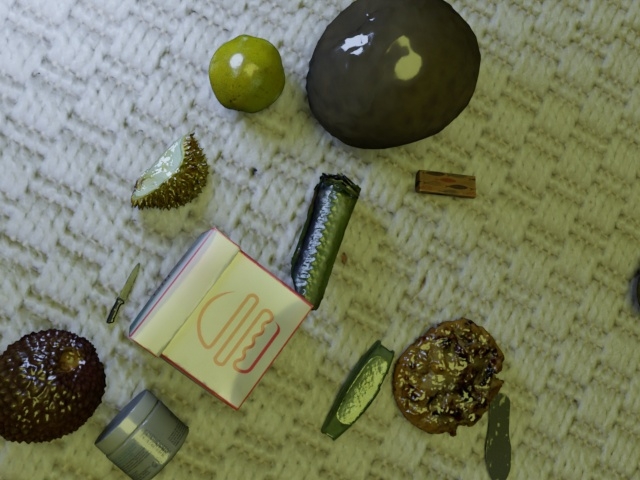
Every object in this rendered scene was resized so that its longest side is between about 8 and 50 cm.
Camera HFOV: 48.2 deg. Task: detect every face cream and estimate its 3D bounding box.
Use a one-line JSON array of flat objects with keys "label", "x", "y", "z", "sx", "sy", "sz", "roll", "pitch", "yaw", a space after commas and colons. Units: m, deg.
[{"label": "face cream", "x": -0.427, "y": 0.473, "z": 1.723, "sx": 0.153, "sy": 0.177, "sz": 0.177, "roll": 46, "pitch": 79, "yaw": -9}]

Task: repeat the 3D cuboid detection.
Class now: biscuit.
[{"label": "biscuit", "x": 0.361, "y": 0.377, "z": 1.958, "sx": 0.289, "sy": 0.081, "sz": 0.334, "roll": 44, "pitch": 80, "yaw": -6}]

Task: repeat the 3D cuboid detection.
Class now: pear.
[{"label": "pear", "x": -0.188, "y": -0.424, "z": 1.829, "sx": 0.198, "sy": 0.198, "sz": 0.198, "roll": 1, "pitch": 87, "yaw": -13}]

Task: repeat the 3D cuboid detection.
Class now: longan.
[{"label": "longan", "x": 0.180, "y": -0.433, "z": 1.801, "sx": 0.436, "sy": 0.404, "sz": 0.404, "roll": -23, "pitch": 92, "yaw": -11}]

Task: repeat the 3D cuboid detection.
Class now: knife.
[{"label": "knife", "x": -0.497, "y": 0.134, "z": 1.811, "sx": 0.023, "sy": 0.010, "sz": 0.170, "roll": 26, "pitch": 80, "yaw": -10}]

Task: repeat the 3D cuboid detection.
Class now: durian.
[{"label": "durian", "x": -0.375, "y": -0.161, "z": 1.825, "sx": 0.139, "sy": 0.144, "sz": 0.252, "roll": 38, "pitch": 85, "yaw": 30}]

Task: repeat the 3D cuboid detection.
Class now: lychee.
[{"label": "lychee", "x": -0.641, "y": 0.343, "z": 1.651, "sx": 0.267, "sy": 0.267, "sz": 0.267, "roll": 1, "pitch": 87, "yaw": -13}]

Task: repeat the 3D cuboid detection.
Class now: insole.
[{"label": "insole", "x": 0.501, "y": 0.555, "z": 2.013, "sx": 0.081, "sy": 0.011, "sz": 0.248, "roll": 4, "pitch": 87, "yaw": -14}]

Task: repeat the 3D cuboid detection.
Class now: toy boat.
[{"label": "toy boat", "x": 0.105, "y": 0.404, "z": 1.909, "sx": 0.093, "sy": 0.055, "sz": 0.293, "roll": 36, "pitch": 80, "yaw": -6}]

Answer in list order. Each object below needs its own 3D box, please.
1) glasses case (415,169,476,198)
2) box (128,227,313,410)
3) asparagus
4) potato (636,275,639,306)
[{"label": "glasses case", "x": 0.351, "y": -0.155, "z": 2.005, "sx": 0.170, "sy": 0.041, "sz": 0.065, "roll": 5, "pitch": 74, "yaw": -12}, {"label": "box", "x": -0.247, "y": 0.181, "z": 1.712, "sx": 0.300, "sy": 0.314, "sz": 0.312, "roll": 39, "pitch": 79, "yaw": -10}, {"label": "asparagus", "x": 0.000, "y": 0.000, "z": 1.840, "sx": 0.128, "sy": 0.108, "sz": 0.382, "roll": 7, "pitch": 68, "yaw": 30}, {"label": "potato", "x": 1.031, "y": 0.120, "z": 2.088, "sx": 0.174, "sy": 0.159, "sz": 0.251, "roll": 28, "pitch": 93, "yaw": -36}]
